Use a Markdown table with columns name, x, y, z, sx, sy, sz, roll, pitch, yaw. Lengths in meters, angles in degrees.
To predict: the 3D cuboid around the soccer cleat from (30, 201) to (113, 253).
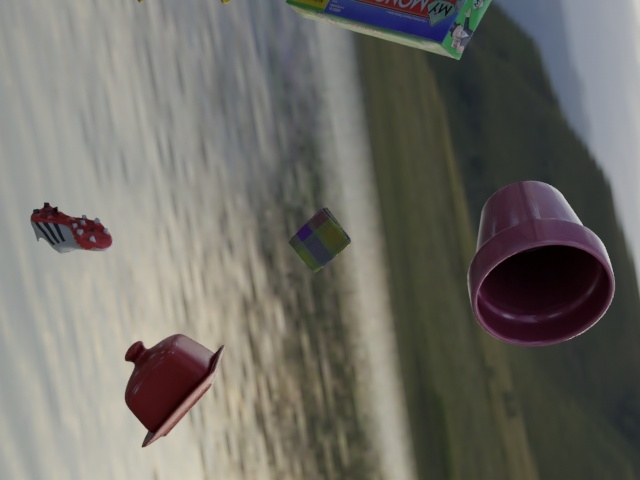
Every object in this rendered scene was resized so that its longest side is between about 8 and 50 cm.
| name | x | y | z | sx | sy | sz | roll | pitch | yaw |
| --- | --- | --- | --- | --- | --- | --- | --- | --- | --- |
| soccer cleat | -0.196 | -0.003 | 1.387 | 0.029 | 0.083 | 0.035 | -38 | 138 | -44 |

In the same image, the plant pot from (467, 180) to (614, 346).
| name | x | y | z | sx | sy | sz | roll | pitch | yaw |
| --- | --- | --- | --- | --- | --- | --- | --- | --- | --- |
| plant pot | 0.303 | 0.019 | 2.486 | 0.180 | 0.201 | 0.201 | -96 | 175 | -49 |

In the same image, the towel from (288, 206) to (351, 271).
| name | x | y | z | sx | sy | sz | roll | pitch | yaw |
| --- | --- | --- | --- | --- | --- | --- | --- | --- | --- |
| towel | 0.000 | 0.000 | 2.294 | 0.060 | 0.083 | 0.009 | 51 | 38 | 5 |

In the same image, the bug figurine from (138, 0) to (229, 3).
| name | x | y | z | sx | sy | sz | roll | pitch | yaw |
| --- | --- | --- | --- | --- | --- | --- | --- | --- | --- |
| bug figurine | -0.192 | -0.394 | 2.009 | 0.216 | 0.072 | 0.279 | -27 | 105 | -41 |

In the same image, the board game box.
| name | x | y | z | sx | sy | sz | roll | pitch | yaw |
| --- | --- | --- | --- | --- | --- | --- | --- | --- | --- |
| board game box | 0.115 | -0.370 | 2.332 | 0.046 | 0.317 | 0.213 | 37 | 80 | -43 |

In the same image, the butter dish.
| name | x | y | z | sx | sy | sz | roll | pitch | yaw |
| --- | --- | --- | --- | --- | --- | --- | --- | --- | --- |
| butter dish | -0.221 | 0.187 | 2.434 | 0.118 | 0.160 | 0.160 | 42 | 9 | -4 |
